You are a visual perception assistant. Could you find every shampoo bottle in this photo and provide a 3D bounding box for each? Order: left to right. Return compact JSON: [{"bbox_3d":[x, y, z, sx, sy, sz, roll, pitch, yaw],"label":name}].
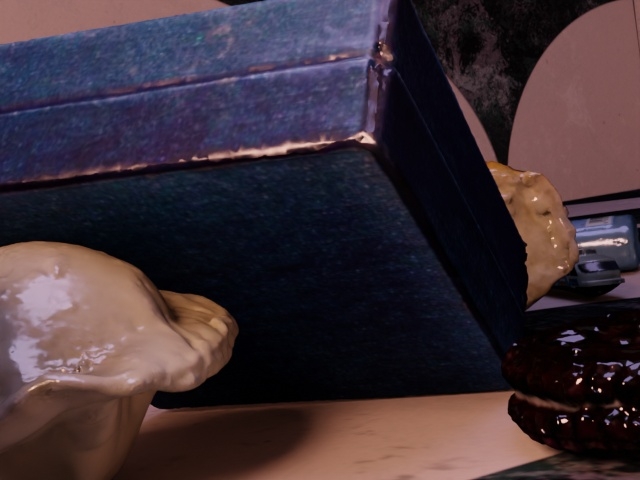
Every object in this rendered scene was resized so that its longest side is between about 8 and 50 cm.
[{"bbox_3d":[0.220,0.015,1.421,0.259,0.061,0.104,-6,4,17],"label":"shampoo bottle"}]

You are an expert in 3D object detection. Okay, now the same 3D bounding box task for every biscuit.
[{"bbox_3d":[0.184,0.064,0.627,0.195,0.053,0.194,-7,3,0],"label":"biscuit"}]

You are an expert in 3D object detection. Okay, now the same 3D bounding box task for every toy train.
[{"bbox_3d":[0.238,0.030,1.247,0.043,0.047,0.207,-7,1,-11],"label":"toy train"}]

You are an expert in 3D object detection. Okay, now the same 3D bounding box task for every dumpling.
[{"bbox_3d":[-0.161,0.077,0.629,0.252,0.131,0.179,-13,13,-6],"label":"dumpling"}]

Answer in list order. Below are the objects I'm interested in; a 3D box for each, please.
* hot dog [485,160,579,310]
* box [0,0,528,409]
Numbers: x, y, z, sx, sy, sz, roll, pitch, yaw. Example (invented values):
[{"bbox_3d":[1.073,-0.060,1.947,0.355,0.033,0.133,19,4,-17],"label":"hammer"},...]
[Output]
[{"bbox_3d":[0.000,0.000,1.137,0.367,0.196,0.365,-5,-1,-3],"label":"hot dog"},{"bbox_3d":[-0.039,-0.009,0.743,0.261,0.116,0.279,-4,-30,22],"label":"box"}]
